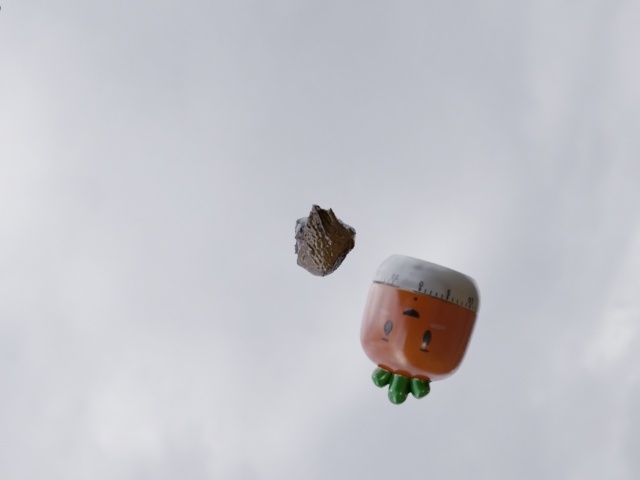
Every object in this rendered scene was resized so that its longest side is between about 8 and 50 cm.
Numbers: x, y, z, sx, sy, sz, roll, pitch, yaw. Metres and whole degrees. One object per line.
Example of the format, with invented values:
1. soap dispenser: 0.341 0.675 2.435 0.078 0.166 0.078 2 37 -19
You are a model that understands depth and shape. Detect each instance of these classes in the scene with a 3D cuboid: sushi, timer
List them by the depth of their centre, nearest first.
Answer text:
1. sushi: 0.000 0.000 1.467 0.050 0.047 0.099 -48 -8 -20
2. timer: 0.078 0.078 1.556 0.136 0.099 0.136 23 -90 -82
